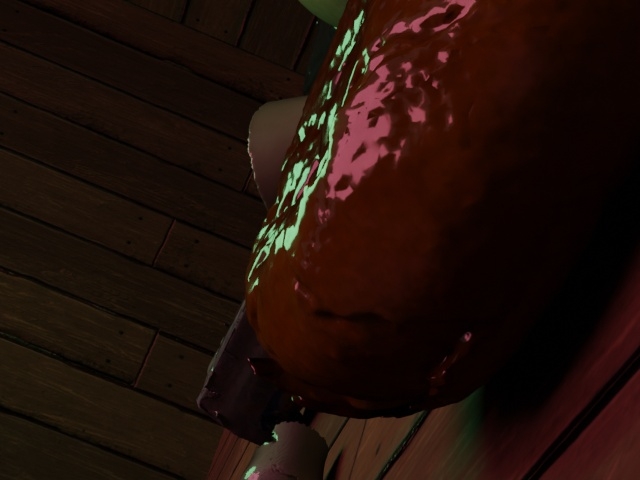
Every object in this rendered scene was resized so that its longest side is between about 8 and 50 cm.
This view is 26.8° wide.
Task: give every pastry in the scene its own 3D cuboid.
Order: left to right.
[{"bbox_3d":[0.073,-0.066,0.742,0.356,0.164,0.356,-155,90,-87],"label":"pastry"}]

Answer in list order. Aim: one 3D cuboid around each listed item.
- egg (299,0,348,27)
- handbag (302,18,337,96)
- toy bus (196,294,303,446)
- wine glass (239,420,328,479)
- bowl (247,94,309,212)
[{"bbox_3d":[0.074,-0.374,1.572,0.278,0.278,0.336,-68,15,-6],"label":"egg"},{"bbox_3d":[0.084,-0.291,1.844,0.254,0.181,0.181,121,163,-63],"label":"handbag"},{"bbox_3d":[-0.048,0.123,1.546,0.317,0.138,0.112,119,174,-49],"label":"toy bus"},{"bbox_3d":[-0.042,0.249,1.176,0.195,0.079,0.079,-74,7,-51],"label":"wine glass"},{"bbox_3d":[0.022,-0.081,1.535,0.112,0.211,0.211,-20,31,28],"label":"bowl"}]
